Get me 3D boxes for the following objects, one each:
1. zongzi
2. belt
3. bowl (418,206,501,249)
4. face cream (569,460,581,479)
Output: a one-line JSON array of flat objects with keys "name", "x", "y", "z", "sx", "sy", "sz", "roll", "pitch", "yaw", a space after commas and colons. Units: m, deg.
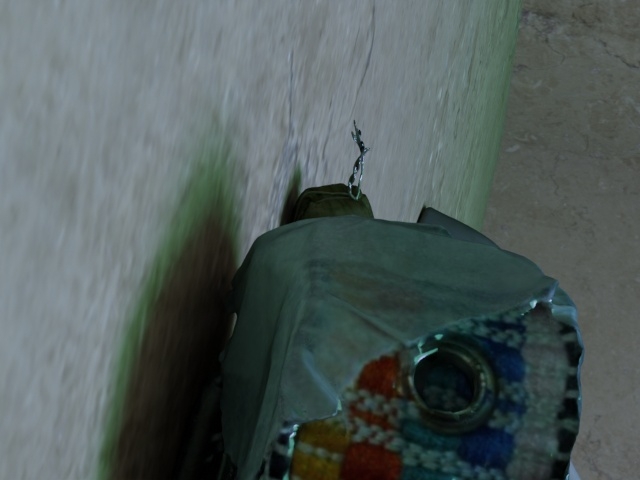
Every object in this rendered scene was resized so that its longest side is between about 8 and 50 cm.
[{"name": "zongzi", "x": 0.000, "y": 0.000, "z": 0.876, "sx": 0.130, "sy": 0.062, "sz": 0.154, "roll": -121, "pitch": -158, "yaw": -71}, {"name": "belt", "x": 0.012, "y": 0.116, "z": 0.646, "sx": 0.207, "sy": 0.150, "sz": 0.258, "roll": -160, "pitch": -94, "yaw": -82}, {"name": "bowl", "x": 0.162, "y": 0.115, "z": 1.752, "sx": 0.289, "sy": 0.146, "sz": 0.289, "roll": 11, "pitch": 90, "yaw": -83}, {"name": "face cream", "x": 0.096, "y": 0.128, "z": 0.728, "sx": 0.092, "sy": 0.058, "sz": 0.244, "roll": -62, "pitch": -157, "yaw": 18}]
